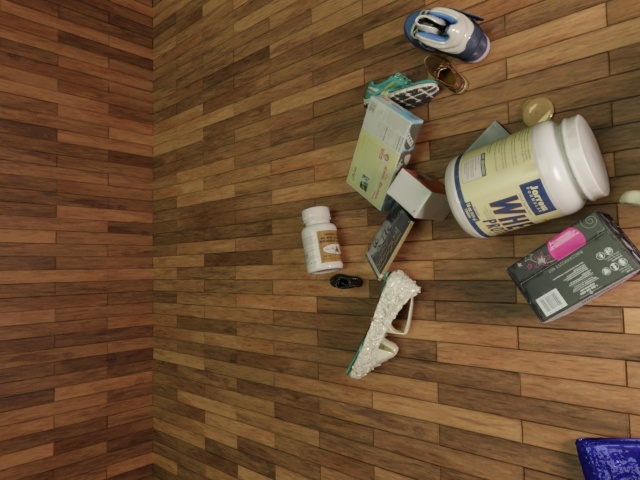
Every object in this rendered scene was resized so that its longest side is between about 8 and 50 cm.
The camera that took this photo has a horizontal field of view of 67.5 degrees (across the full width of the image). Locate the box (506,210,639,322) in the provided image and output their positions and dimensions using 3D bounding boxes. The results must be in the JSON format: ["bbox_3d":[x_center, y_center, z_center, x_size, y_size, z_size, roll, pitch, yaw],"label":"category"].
[{"bbox_3d":[0.614,0.067,1.149,0.247,0.142,0.163,-44,62,34],"label":"box"}]

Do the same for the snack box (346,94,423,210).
[{"bbox_3d":[0.196,-0.277,1.540,0.187,0.060,0.322,46,136,34],"label":"snack box"}]

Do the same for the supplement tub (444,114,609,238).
[{"bbox_3d":[0.505,-0.152,1.193,0.325,0.235,0.235,-20,75,41],"label":"supplement tub"}]

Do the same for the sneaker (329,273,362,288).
[{"bbox_3d":[0.077,0.144,1.677,0.170,0.089,0.051,-1,87,42],"label":"sneaker"}]

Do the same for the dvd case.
[{"bbox_3d":[0.218,-0.001,1.546,0.221,0.018,0.164,-64,20,21],"label":"dvd case"}]

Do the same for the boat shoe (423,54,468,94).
[{"bbox_3d":[0.372,-0.511,1.449,0.064,0.060,0.178,-52,56,28],"label":"boat shoe"}]

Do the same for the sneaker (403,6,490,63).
[{"bbox_3d":[0.319,-0.624,1.383,0.323,0.236,0.130,42,116,35],"label":"sneaker"}]

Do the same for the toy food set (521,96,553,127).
[{"bbox_3d":[0.579,-0.339,1.278,0.083,0.020,0.082,1,89,42],"label":"toy food set"}]

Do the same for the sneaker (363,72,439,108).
[{"bbox_3d":[0.250,-0.488,1.538,0.275,0.107,0.110,5,83,43],"label":"sneaker"}]

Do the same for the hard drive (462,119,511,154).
[{"bbox_3d":[0.481,-0.259,1.365,0.135,0.022,0.094,-50,57,30],"label":"hard drive"}]

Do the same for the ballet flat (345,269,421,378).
[{"bbox_3d":[0.205,0.293,1.532,0.147,0.147,0.409,33,110,39],"label":"ballet flat"}]

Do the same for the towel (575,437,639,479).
[{"bbox_3d":[0.725,0.603,1.069,0.228,0.076,0.308,-22,74,41],"label":"towel"}]

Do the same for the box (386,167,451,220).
[{"bbox_3d":[0.306,-0.134,1.421,0.130,0.170,0.091,48,119,32],"label":"box"}]

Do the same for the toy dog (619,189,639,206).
[{"bbox_3d":[0.807,-0.221,0.840,0.395,0.284,0.408,12,101,7],"label":"toy dog"}]

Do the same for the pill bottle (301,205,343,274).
[{"bbox_3d":[0.000,0.000,1.726,0.131,0.131,0.229,-19,76,41],"label":"pill bottle"}]
